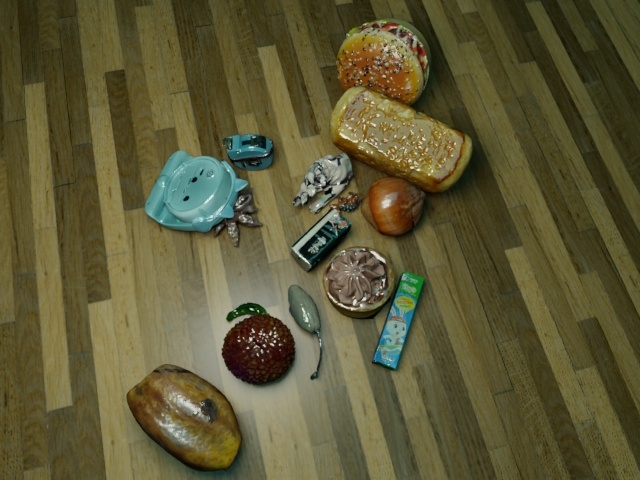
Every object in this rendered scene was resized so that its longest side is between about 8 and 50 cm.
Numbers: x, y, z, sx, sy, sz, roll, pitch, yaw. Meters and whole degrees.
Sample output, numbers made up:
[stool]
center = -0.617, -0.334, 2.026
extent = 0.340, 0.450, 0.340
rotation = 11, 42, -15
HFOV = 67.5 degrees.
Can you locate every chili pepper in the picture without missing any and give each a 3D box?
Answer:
[chili pepper]
center = -0.197, 0.192, 1.301
extent = 0.117, 0.035, 0.056
rotation = 2, 54, -7

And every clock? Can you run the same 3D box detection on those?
[clock]
center = -0.336, -0.138, 1.328
extent = 0.274, 0.094, 0.224
rotation = 7, 67, 28

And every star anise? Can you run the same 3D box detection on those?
[star anise]
center = -0.266, -0.075, 1.375
extent = 0.182, 0.065, 0.195
rotation = -17, 81, -4

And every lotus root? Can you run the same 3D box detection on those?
[lotus root]
center = -0.306, 0.420, 1.138
extent = 0.291, 0.193, 0.193
rotation = 39, 73, 10

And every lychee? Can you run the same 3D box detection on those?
[lychee]
center = -0.153, 0.272, 1.200
extent = 0.188, 0.188, 0.188
rotation = 1, 70, -3

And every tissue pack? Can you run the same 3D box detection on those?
[tissue pack]
center = -0.001, 0.001, 1.344
extent = 0.170, 0.103, 0.090
rotation = -43, 82, -16

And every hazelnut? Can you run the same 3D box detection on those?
[hazelnut]
center = 0.205, -0.105, 1.365
extent = 0.182, 0.182, 0.182
rotation = 1, 70, -3

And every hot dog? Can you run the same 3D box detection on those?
[hot dog]
center = 0.225, -0.284, 1.399
extent = 0.405, 0.223, 0.185
rotation = 26, 91, 4

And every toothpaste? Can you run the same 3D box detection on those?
[toothpaste]
center = 0.212, 0.217, 1.310
extent = 0.065, 0.050, 0.267
rotation = 20, 70, 6

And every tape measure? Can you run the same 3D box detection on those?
[tape measure]
center = -0.204, -0.260, 1.411
extent = 0.146, 0.125, 0.081
rotation = -5, 68, 8

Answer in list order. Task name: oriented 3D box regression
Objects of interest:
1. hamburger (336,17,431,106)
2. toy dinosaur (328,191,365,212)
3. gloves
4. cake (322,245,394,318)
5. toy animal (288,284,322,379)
[hamburger]
center = 0.185, -0.518, 1.443
extent = 0.300, 0.300, 0.176
rotation = 30, 56, 7
[toy dinosaur]
center = 0.089, -0.113, 1.417
extent = 0.154, 0.049, 0.055
rotation = -16, 106, -21
[gloves]
center = -0.003, -0.168, 1.401
extent = 0.212, 0.128, 0.111
rotation = -29, 66, -17
[cake]
center = 0.110, 0.103, 1.279
extent = 0.207, 0.178, 0.185
rotation = 15, 69, -1
[toy animal]
center = -0.029, 0.234, 1.274
extent = 0.070, 0.079, 0.253
rotation = -15, 74, -15
